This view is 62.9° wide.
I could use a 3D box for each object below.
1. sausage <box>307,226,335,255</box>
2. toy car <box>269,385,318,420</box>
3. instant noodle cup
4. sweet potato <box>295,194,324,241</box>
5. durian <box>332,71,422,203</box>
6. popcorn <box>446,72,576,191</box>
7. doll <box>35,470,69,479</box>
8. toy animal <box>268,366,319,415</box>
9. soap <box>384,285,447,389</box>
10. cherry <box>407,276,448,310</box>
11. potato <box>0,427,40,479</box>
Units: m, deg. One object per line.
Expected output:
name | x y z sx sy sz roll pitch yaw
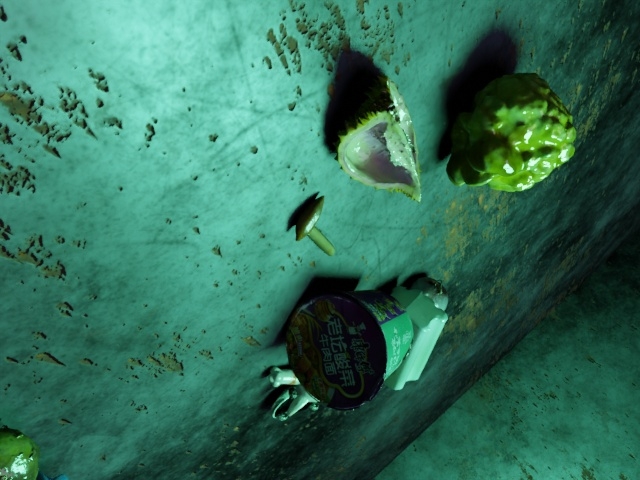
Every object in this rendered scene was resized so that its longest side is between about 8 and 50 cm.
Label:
sausage | 0.000 0.000 0.991 0.024 0.024 0.132 -45 148 1
toy car | -0.051 0.412 1.377 0.205 0.056 0.095 1 126 -45
instant noodle cup | 0.077 0.217 1.144 0.190 0.251 0.251 -7 133 -56
sweet potato | -0.021 -0.039 0.915 0.034 0.034 0.095 19 103 -55
durian | 0.106 -0.160 0.830 0.182 0.132 0.165 16 104 -43
popcorn | 0.352 -0.191 1.013 0.252 0.205 0.237 -37 169 21
doll | -0.562 0.472 0.785 0.363 0.145 0.199 -28 162 -31
toy animal | 0.011 0.344 1.288 0.138 0.140 0.282 -15 172 36
soap | 0.205 0.250 1.370 0.095 0.173 0.289 -23 142 -31
cherry | 0.269 0.169 1.382 0.148 0.115 0.188 -19 -171 19
potato | -0.519 0.344 0.713 0.251 0.113 0.149 -17 138 -37
